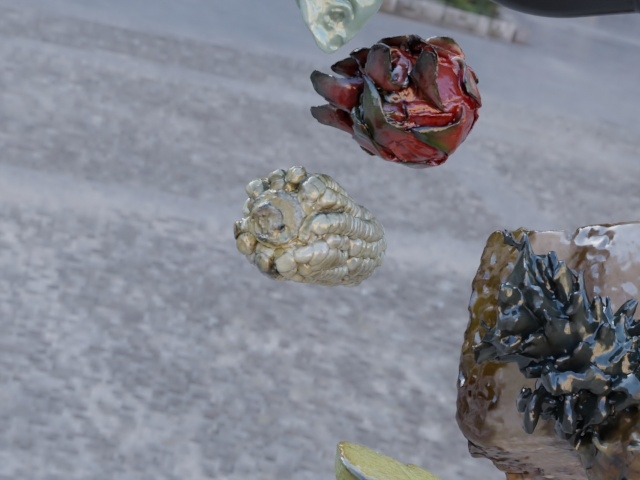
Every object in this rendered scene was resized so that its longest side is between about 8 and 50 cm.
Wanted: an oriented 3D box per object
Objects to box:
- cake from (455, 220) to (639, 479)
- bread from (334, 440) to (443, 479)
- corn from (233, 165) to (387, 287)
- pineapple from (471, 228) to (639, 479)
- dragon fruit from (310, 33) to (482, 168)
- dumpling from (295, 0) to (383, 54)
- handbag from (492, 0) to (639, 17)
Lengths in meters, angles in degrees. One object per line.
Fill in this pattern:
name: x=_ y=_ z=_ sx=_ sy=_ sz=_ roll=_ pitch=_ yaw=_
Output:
cake: x=0.279 y=0.101 z=1.133 sx=0.293 sy=0.198 sz=0.196 roll=-5 pitch=-29 yaw=37
bread: x=0.074 y=0.266 z=1.385 sx=0.149 sy=0.065 sz=0.187 roll=30 pitch=11 yaw=-12
corn: x=0.000 y=0.000 z=1.076 sx=0.087 sy=0.087 sz=0.211 roll=21 pitch=-3 yaw=20
pineapple: x=0.209 y=0.109 z=0.917 sx=0.279 sy=0.158 sz=0.158 roll=40 pitch=18 yaw=-4
dragon fruit: x=0.074 y=-0.124 z=1.200 sx=0.142 sy=0.130 sz=0.121 roll=-9 pitch=33 yaw=-37
dumpling: x=0.012 y=-0.352 z=1.860 sx=0.153 sy=0.219 sz=0.108 roll=32 pitch=-32 yaw=-25
handbag: x=0.242 y=-0.294 z=1.224 sx=0.308 sy=0.253 sz=0.093 roll=0 pitch=54 yaw=21
